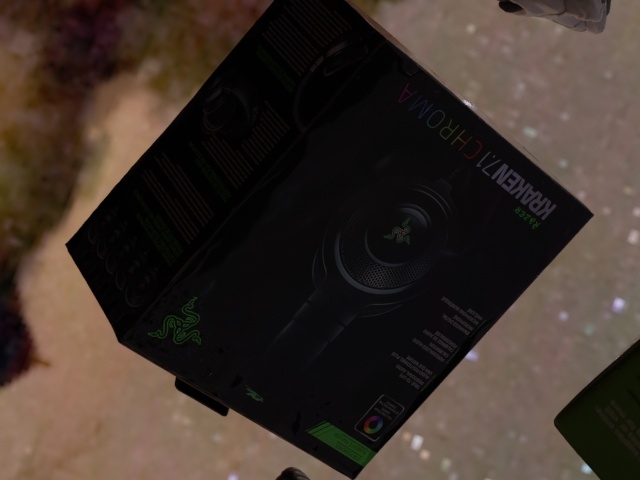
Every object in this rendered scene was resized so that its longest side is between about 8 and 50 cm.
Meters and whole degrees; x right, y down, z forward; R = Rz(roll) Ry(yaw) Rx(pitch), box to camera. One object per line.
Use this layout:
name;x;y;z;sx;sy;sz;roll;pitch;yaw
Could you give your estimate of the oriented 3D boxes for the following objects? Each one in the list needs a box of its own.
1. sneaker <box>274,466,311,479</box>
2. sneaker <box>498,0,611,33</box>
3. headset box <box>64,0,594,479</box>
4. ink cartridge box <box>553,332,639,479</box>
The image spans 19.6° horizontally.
sneaker;-0.010;0.367;1.683;0.146;0.122;0.330;-27;-120;11
sneaker;0.210;-0.242;1.710;0.232;0.115;0.090;-3;99;-80
headset box;0.000;0.000;1.297;0.283;0.246;0.131;-48;-142;7
ink cartridge box;0.247;0.088;0.889;0.097;0.189;0.255;-45;172;30
